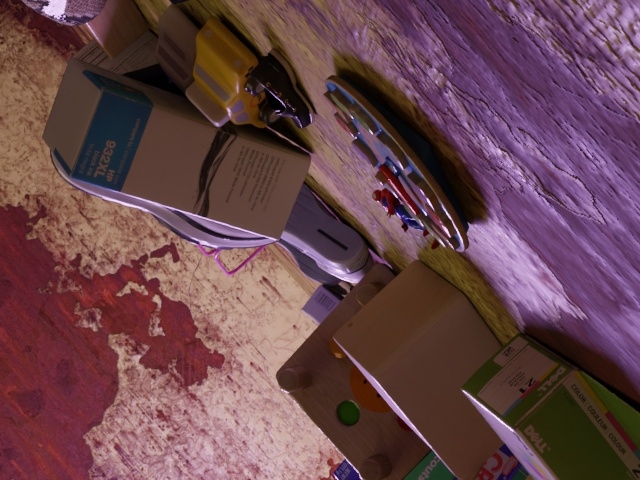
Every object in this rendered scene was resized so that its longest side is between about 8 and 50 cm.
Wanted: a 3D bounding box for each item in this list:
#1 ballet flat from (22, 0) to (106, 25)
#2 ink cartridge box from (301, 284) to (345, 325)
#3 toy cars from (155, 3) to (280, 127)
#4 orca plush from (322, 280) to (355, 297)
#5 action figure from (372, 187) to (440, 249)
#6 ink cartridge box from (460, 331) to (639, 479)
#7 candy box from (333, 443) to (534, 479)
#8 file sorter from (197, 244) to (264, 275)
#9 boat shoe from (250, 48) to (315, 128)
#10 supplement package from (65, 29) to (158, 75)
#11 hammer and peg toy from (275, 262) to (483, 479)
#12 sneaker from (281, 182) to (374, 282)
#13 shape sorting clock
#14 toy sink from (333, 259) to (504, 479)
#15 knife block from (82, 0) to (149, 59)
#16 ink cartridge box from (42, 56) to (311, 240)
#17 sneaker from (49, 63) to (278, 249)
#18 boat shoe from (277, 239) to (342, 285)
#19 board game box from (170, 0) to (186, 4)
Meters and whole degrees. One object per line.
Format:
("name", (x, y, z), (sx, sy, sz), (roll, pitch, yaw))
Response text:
("ballet flat", (-0.391, -0.456, 1.522), (0.182, 0.164, 0.483), (13, 149, 44))
("ink cartridge box", (0.055, 0.154, 2.243), (0.165, 0.065, 0.333), (37, 179, 4))
("toy cars", (-0.150, -0.213, 1.566), (0.176, 0.087, 0.393), (51, 174, -24))
("orca plush", (0.046, 0.149, 2.468), (0.287, 0.102, 0.151), (46, 174, 24))
("action figure", (0.090, -0.029, 1.315), (0.038, 0.030, 0.115), (46, 179, -41))
("ink cartridge box", (0.279, 0.222, 1.236), (0.189, 0.097, 0.255), (50, 175, -22))
("candy box", (0.209, 0.369, 1.855), (0.122, 0.268, 0.317), (36, -177, -44))
("file sorter", (-0.230, -0.095, 2.491), (0.291, 0.182, 0.202), (47, 174, 15))
("boat shoe", (-0.043, -0.162, 1.344), (0.049, 0.042, 0.133), (43, 174, 29))
("supplement package", (-0.302, -0.254, 2.116), (0.203, 0.149, 0.194), (45, 173, 33))
("hammer and peg toy", (0.133, 0.239, 1.777), (0.361, 0.266, 0.127), (45, -165, 17))
("sneaker", (-0.014, -0.010, 1.880), (0.258, 0.094, 0.091), (43, 168, 39))
("shape sorting clock", (0.069, -0.069, 1.125), (0.206, 0.040, 0.206), (47, 174, 7))
("toy sink", (0.151, 0.166, 1.552), (0.234, 0.153, 0.131), (50, 174, -34))
("knife block", (-0.372, -0.410, 1.894), (0.276, 0.088, 0.242), (51, 174, -21))
("ink cartridge box", (-0.199, -0.125, 1.643), (0.307, 0.129, 0.223), (17, -170, -27))
("sneaker", (-0.180, -0.135, 1.933), (0.447, 0.257, 0.169), (18, -128, -30))
("boat shoe", (-0.016, 0.006, 2.199), (0.076, 0.083, 0.226), (11, -155, -49))
("board game box", (-0.204, -0.354, 1.241), (0.243, 0.042, 0.165), (50, 174, -16))
